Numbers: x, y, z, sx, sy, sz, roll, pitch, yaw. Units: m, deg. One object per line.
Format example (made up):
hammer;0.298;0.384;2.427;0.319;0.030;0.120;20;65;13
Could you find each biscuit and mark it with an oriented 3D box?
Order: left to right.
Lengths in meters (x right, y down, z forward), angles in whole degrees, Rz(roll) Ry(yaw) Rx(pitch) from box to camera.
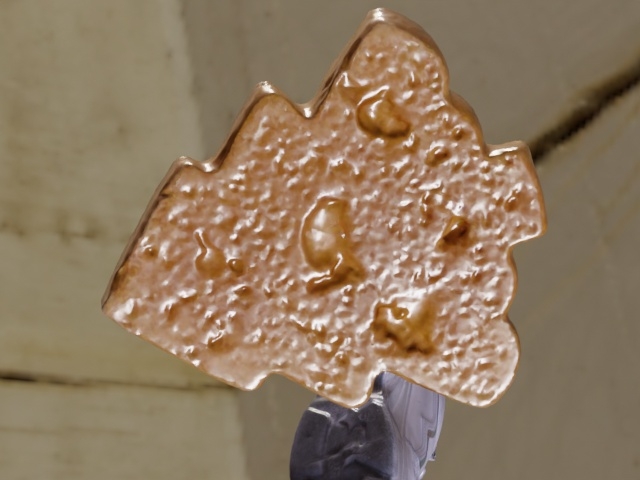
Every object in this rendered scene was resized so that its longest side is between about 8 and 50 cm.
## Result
biscuit;0.000;0.000;1.289;0.043;0.306;0.284;-115;-169;-76

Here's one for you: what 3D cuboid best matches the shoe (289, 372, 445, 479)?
shoe;0.050;0.166;1.560;0.095;0.137;0.245;-12;-127;28
